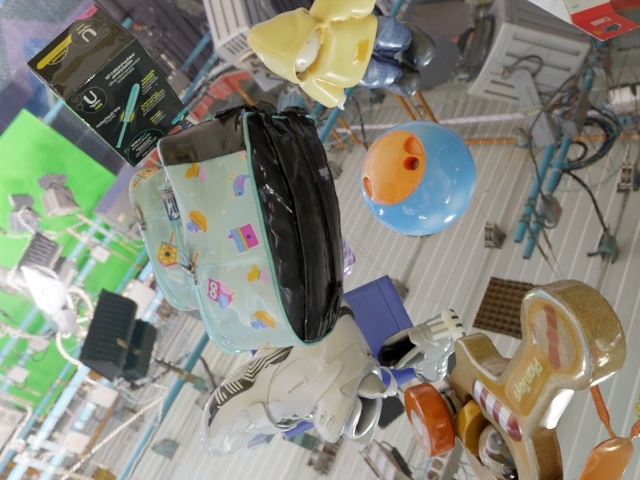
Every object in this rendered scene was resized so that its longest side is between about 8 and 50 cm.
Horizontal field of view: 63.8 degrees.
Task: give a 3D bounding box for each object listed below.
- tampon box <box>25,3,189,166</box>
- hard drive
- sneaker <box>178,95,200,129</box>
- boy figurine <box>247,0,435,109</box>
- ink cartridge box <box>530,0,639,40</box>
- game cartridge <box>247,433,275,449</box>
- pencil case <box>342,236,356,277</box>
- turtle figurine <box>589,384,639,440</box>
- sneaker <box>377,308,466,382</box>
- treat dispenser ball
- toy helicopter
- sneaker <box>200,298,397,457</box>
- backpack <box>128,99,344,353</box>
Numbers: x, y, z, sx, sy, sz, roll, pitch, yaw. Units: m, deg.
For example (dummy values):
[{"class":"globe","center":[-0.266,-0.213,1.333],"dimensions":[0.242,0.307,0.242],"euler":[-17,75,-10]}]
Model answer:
[{"class":"tampon box","center":[-0.282,-0.206,0.704],"dimensions":[0.101,0.161,0.120],"euler":[40,-99,23]},{"class":"hard drive","center":[0.037,0.227,1.029],"dimensions":[0.318,0.040,0.210],"euler":[-23,-104,-8]},{"class":"sneaker","center":[-0.381,-0.355,1.403],"dimensions":[0.057,0.161,0.075],"euler":[-26,-139,54]},{"class":"boy figurine","center":[0.035,-0.254,0.665],"dimensions":[0.092,0.285,0.177],"euler":[43,-56,27]},{"class":"ink cartridge box","center":[0.592,-0.539,1.152],"dimensions":[0.181,0.056,0.225],"euler":[-27,-122,-30]},{"class":"game cartridge","center":[-0.109,0.375,1.017],"dimensions":[0.056,0.017,0.083],"euler":[-23,-164,21]},{"class":"pencil case","center":[0.000,0.000,1.120],"dimensions":[0.088,0.206,0.086],"euler":[-9,-136,32]},{"class":"turtle figurine","center":[0.374,0.182,0.429],"dimensions":[0.217,0.087,0.269],"euler":[-3,-150,-12]},{"class":"sneaker","center":[0.157,0.198,0.896],"dimensions":[0.132,0.229,0.086],"euler":[-14,-125,-14]},{"class":"treat dispenser ball","center":[0.243,-0.156,1.299],"dimensions":[0.288,0.288,0.288],"euler":[-23,-136,25]},{"class":"toy helicopter","center":[0.199,0.176,0.487],"dimensions":[0.140,0.355,0.235],"euler":[-14,-131,-10]},{"class":"sneaker","center":[-0.042,0.281,0.854],"dimensions":[0.366,0.137,0.210],"euler":[-47,-128,7]},{"class":"backpack","center":[-0.055,-0.001,0.427],"dimensions":[0.144,0.188,0.166],"euler":[-18,-174,18]}]
